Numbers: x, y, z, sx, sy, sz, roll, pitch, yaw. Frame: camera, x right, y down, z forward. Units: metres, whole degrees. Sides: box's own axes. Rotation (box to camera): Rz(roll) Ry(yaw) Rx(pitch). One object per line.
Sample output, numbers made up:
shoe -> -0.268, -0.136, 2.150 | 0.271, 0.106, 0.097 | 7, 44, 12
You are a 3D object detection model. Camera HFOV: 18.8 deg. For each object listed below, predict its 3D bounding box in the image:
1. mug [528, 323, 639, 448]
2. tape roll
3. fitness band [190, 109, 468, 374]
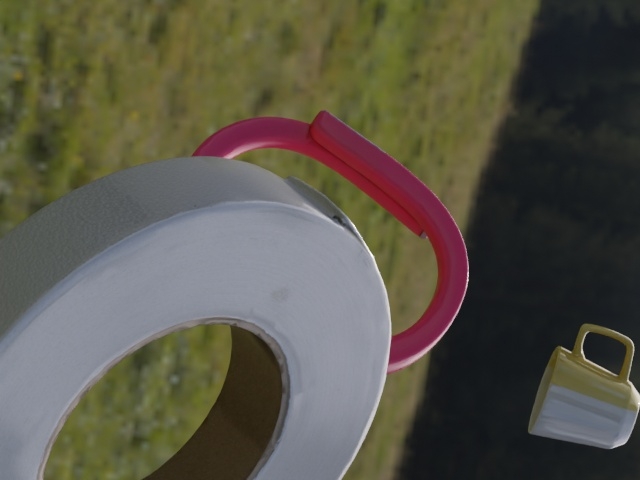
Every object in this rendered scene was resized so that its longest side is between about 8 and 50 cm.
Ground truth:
mug -> 0.181, 0.105, 1.296 | 0.062, 0.064, 0.078 | -67, 176, -53
tape roll -> -0.122, 0.123, 1.348 | 0.392, 0.072, 0.392 | -24, 134, -28
fitness band -> 0.000, 0.000, 1.818 | 0.209, 0.291, 0.054 | -51, 175, -24
